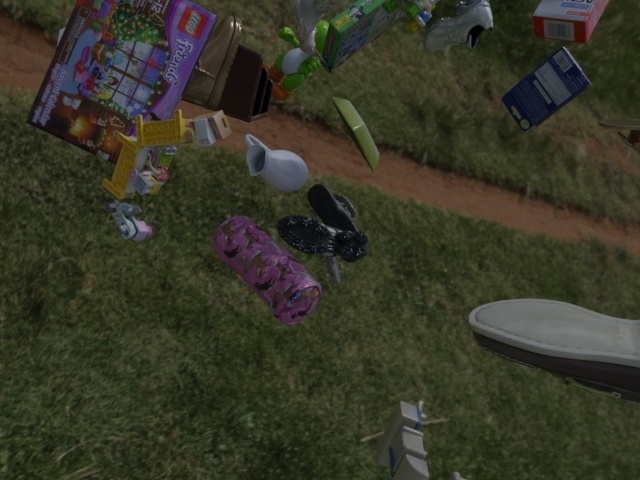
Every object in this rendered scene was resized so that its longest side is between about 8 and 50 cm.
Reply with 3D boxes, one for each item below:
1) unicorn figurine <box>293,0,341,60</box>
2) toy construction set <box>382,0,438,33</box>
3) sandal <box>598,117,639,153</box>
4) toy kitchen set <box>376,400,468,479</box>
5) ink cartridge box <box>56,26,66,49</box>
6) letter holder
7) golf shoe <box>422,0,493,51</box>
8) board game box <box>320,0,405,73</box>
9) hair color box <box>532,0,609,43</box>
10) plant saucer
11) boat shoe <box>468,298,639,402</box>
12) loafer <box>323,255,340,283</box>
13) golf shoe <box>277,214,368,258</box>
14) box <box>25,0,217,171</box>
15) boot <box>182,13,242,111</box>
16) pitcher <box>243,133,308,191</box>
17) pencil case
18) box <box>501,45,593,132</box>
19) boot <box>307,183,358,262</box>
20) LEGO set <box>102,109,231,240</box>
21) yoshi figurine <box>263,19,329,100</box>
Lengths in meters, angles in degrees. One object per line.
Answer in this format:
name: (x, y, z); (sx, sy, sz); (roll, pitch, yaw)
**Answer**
unicorn figurine: (-0.007, -0.326, 0.835); (0.060, 0.162, 0.111); (-2, 90, -14)
toy construction set: (0.147, -0.593, 1.285); (0.327, 0.151, 0.215); (35, 4, -17)
sandal: (0.664, -0.201, 1.210); (0.239, 0.079, 0.088); (-6, 23, -12)
toy kitchen set: (0.203, 0.428, 1.124); (0.166, 0.122, 0.207); (22, 18, -3)
ink cartridge box: (-0.563, -0.510, 1.628); (0.115, 0.272, 0.199); (51, 25, -54)
letter holder: (-0.305, -0.520, 1.884); (0.301, 0.215, 0.152); (20, 22, 10)
golf shoe: (0.284, -0.429, 1.270); (0.069, 0.176, 0.086); (-14, 80, -34)
board game box: (0.142, -0.597, 1.622); (0.317, 0.213, 0.046); (-40, 84, -13)
hair color box: (0.447, -0.425, 1.056); (0.167, 0.093, 0.053); (-58, 145, -17)
plant saucer: (0.112, -0.325, 1.811); (0.188, 0.045, 0.188); (56, 6, -47)
boat shoe: (0.352, 0.148, 0.787); (0.116, 0.324, 0.097); (-46, 132, -49)
loafer: (0.038, 0.091, 2.094); (0.045, 0.039, 0.125); (-47, 128, -65)
golf shoe: (0.000, 0.000, 1.294); (0.198, 0.094, 0.077); (17, 84, -9)
box: (-0.322, -0.279, 0.996); (0.200, 0.294, 0.057); (25, 8, -12)
boot: (-0.321, -0.426, 1.311); (0.269, 0.089, 0.236); (18, 82, -24)
pitcher: (-0.145, -0.247, 1.911); (0.207, 0.125, 0.178); (17, 40, -48)
pencil case: (-0.172, 0.083, 1.878); (0.386, 0.160, 0.167); (43, 17, 28)
box: (0.649, -0.432, 1.764); (0.036, 0.225, 0.137); (-11, 68, -50)
boot: (0.068, -0.046, 1.695); (0.237, 0.085, 0.178); (60, 17, 14)
LEGO set: (-0.231, -0.129, 0.949); (0.107, 0.287, 0.132); (-11, 64, -57)
yoshi figurine: (-0.067, -0.672, 2.186); (0.203, 0.362, 0.203); (44, 28, -23)
